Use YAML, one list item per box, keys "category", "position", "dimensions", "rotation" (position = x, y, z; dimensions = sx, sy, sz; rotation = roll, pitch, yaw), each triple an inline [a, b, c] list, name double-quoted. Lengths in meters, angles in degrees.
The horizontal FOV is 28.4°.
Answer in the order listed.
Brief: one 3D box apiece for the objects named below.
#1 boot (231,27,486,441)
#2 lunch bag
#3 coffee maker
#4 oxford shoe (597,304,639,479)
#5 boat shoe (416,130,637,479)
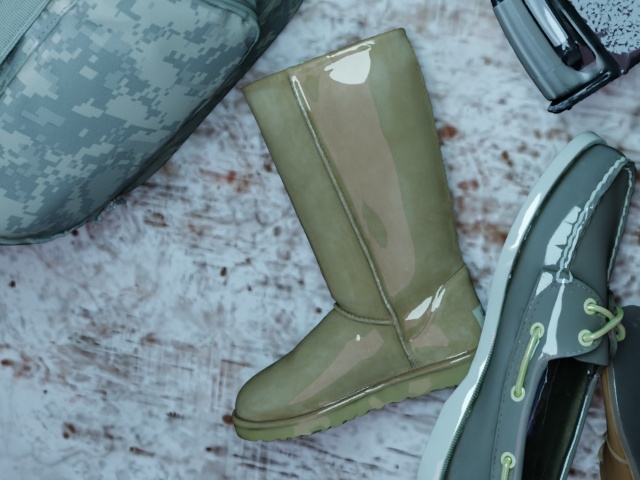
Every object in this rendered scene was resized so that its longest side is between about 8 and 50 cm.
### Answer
- category: "boot"
  position: [0.000, 0.000, 0.980]
  dimensions: [0.236, 0.089, 0.269]
  rotation: [-20, 100, 8]
- category: "lunch bag"
  position: [-0.184, -0.143, 0.899]
  dimensions: [0.212, 0.256, 0.305]
  rotation: [46, 113, 1]
- category: "coffee maker"
  position: [0.176, -0.204, 0.861]
  dimensions: [0.171, 0.120, 0.178]
  rotation: [-36, 94, -3]
- category: "oxford shoe"
  position: [0.237, 0.154, 0.961]
  dimensions: [0.076, 0.076, 0.212]
  rotation: [-7, 94, 60]
- category: "boat shoe"
  position: [0.167, 0.075, 0.905]
  dimensions: [0.091, 0.109, 0.305]
  rotation: [25, 98, 37]
